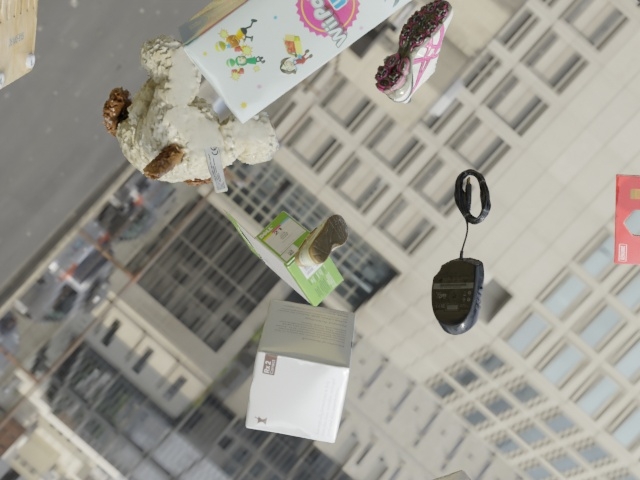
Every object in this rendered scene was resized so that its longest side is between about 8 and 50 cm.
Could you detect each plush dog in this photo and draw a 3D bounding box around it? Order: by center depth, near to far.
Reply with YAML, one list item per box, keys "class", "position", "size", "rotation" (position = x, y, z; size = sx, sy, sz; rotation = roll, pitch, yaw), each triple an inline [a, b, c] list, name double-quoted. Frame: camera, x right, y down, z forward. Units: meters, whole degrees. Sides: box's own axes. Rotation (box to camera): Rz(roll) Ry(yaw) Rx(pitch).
- class: "plush dog"
  position: [-0.230, -0.156, 1.578]
  size: [0.210, 0.262, 0.225]
  rotation: [-57, -161, -22]

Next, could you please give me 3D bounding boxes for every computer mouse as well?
- class: "computer mouse"
  position: [0.203, 0.016, 1.413]
  size: [0.071, 0.041, 0.242]
  rotation: [0, -109, 34]

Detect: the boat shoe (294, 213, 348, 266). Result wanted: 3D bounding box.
- class: "boat shoe"
  position: [0.000, 0.000, 1.526]
  size: [0.045, 0.050, 0.135]
  rotation: [-20, -169, 31]

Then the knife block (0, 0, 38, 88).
- class: "knife block"
  position: [-0.377, -0.229, 0.892]
  size: [0.088, 0.242, 0.276]
  rotation: [-70, 174, -64]

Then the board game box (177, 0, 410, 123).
- class: "board game box"
  position: [0.003, -0.262, 1.037]
  size: [0.303, 0.097, 0.224]
  rotation: [-37, -161, 2]

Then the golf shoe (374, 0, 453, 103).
- class: "golf shoe"
  position: [0.167, -0.319, 1.710]
  size: [0.086, 0.067, 0.186]
  rotation: [25, 102, -49]

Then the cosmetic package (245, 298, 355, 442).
- class: "cosmetic package"
  position: [-0.031, 0.212, 1.676]
  size: [0.184, 0.151, 0.151]
  rotation: [-80, 179, -64]

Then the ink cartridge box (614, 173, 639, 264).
- class: "ink cartridge box"
  position: [0.690, -0.011, 1.907]
  size: [0.296, 0.261, 0.066]
  rotation: [69, 26, -52]

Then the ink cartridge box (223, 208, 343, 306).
- class: "ink cartridge box"
  position: [-0.087, 0.011, 2.319]
  size: [0.097, 0.255, 0.189]
  rotation: [-43, 143, -9]

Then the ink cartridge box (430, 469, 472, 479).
- class: "ink cartridge box"
  position: [0.295, 0.698, 2.219]
  size: [0.131, 0.226, 0.306]
  rotation: [-10, 127, -30]
